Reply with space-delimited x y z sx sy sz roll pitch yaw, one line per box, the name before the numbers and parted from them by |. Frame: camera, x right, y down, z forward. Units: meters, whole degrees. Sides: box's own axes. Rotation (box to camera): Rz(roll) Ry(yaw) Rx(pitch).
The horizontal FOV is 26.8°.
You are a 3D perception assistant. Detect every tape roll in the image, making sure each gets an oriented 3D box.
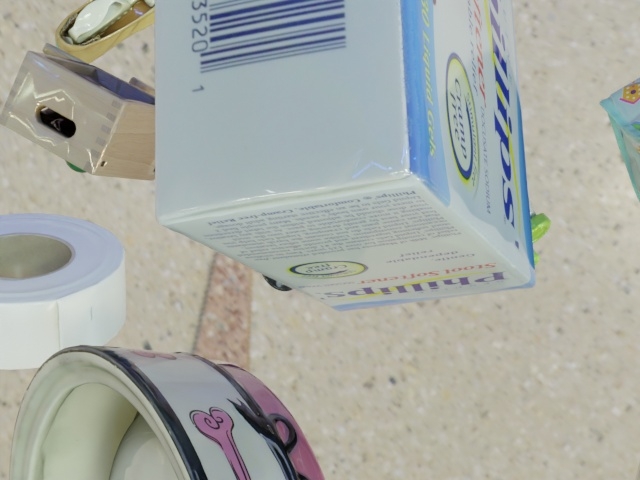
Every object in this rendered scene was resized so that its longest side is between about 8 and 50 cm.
tape roll | -0.405 0.063 1.820 0.286 0.286 0.100 -6 116 -19

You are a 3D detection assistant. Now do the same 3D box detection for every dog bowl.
dog bowl | -0.134 0.287 1.233 0.150 0.408 0.407 -8 114 -37

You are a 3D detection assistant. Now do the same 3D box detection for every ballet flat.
ballet flat | -0.241 -0.306 1.721 0.232 0.073 0.080 -40 79 -3

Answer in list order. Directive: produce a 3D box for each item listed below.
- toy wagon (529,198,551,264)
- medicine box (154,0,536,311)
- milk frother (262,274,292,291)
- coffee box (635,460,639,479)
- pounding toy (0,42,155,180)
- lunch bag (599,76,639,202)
toy wagon | 0.231 -0.092 1.999 0.068 0.267 0.344 -34 159 -15
medicine box | 0.024 -0.114 0.817 0.149 0.289 0.263 -7 76 19
milk frother | 0.000 0.000 2.010 0.135 0.143 0.129 -21 107 -51
coffee box | 0.298 0.193 0.654 0.297 0.119 0.168 11 111 6
pounding toy | -0.245 -0.134 1.433 0.094 0.181 0.206 -65 160 9
lunch bag | 0.474 -0.096 1.543 0.223 0.160 0.262 -32 126 0
